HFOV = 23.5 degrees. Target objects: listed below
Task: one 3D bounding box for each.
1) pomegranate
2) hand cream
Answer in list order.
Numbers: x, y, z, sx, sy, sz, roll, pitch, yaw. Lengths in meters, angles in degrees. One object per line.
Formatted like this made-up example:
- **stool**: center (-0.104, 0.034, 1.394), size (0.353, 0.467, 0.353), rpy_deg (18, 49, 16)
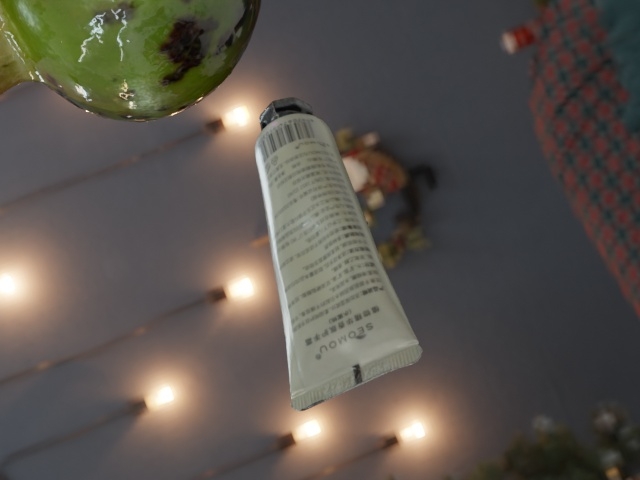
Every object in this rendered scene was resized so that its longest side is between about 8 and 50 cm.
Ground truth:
- **pomegranate**: center (-0.122, -0.110, 0.790), size (0.156, 0.220, 0.156), rpy_deg (40, 173, 6)
- **hand cream**: center (0.000, 0.000, 0.916), size (0.050, 0.080, 0.234), rpy_deg (53, -164, -43)
